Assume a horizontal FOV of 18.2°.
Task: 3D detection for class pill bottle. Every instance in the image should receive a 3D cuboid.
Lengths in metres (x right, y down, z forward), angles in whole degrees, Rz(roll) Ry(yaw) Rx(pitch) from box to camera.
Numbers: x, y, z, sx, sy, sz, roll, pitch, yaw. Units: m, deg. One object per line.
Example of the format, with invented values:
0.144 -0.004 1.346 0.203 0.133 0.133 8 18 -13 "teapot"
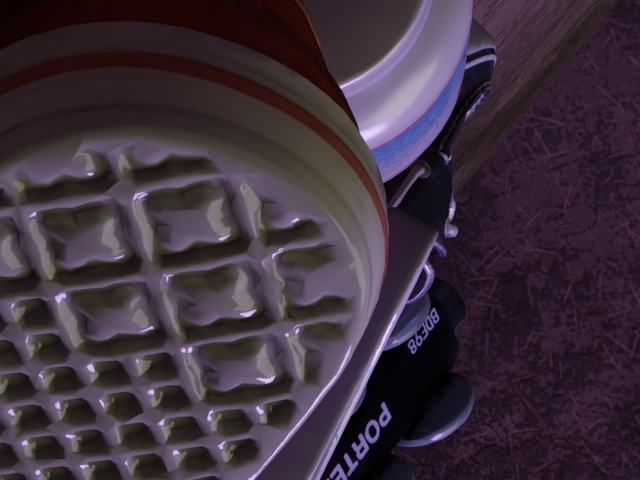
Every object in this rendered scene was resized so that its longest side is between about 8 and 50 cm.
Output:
-0.003 -0.060 0.532 0.087 0.087 0.160 -49 176 -1 "pill bottle"

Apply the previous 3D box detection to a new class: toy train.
-0.030 0.141 1.433 0.190 0.142 0.334 5 -135 39 "toy train"

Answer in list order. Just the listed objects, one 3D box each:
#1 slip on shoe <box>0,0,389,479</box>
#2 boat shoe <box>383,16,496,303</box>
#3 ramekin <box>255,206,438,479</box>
-0.101 0.052 0.437 0.331 0.123 0.101 -46 -151 34 "slip on shoe"
0.023 -0.012 1.063 0.301 0.102 0.108 -45 174 -41 "boat shoe"
-0.047 0.064 0.763 0.207 0.109 0.207 -63 176 -8 "ramekin"
